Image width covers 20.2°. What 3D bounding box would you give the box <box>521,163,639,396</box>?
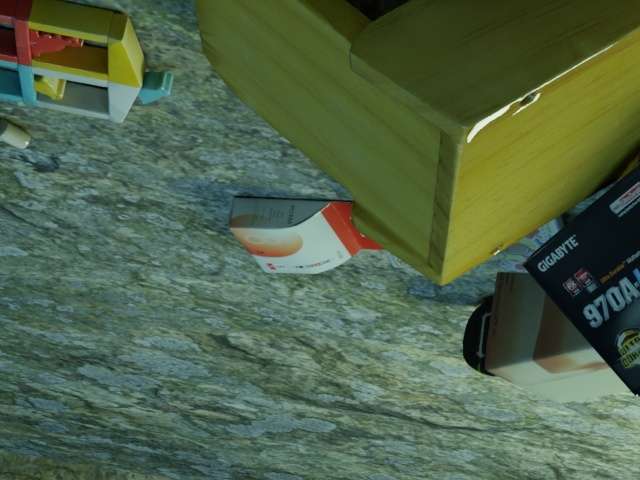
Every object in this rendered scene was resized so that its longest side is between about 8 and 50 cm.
[{"bbox_3d":[0.310,0.031,1.670,0.175,0.051,0.220,50,144,3],"label":"box"}]

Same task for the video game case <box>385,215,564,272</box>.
[{"bbox_3d":[0.148,-0.033,1.894,0.206,0.026,0.227,2,149,20],"label":"video game case"}]

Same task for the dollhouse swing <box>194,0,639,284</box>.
[{"bbox_3d":[0.099,-0.177,1.544,0.315,0.305,0.347,-31,161,-10],"label":"dollhouse swing"}]

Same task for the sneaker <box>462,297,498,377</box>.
[{"bbox_3d":[0.311,0.127,2.179,0.300,0.111,0.121,-2,160,34],"label":"sneaker"}]

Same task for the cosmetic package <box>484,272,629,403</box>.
[{"bbox_3d":[0.328,0.073,1.963,0.129,0.153,0.296,25,154,-31],"label":"cosmetic package"}]

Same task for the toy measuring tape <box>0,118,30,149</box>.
[{"bbox_3d":[-0.450,-0.054,2.032,0.330,0.121,0.121,-10,151,42],"label":"toy measuring tape"}]

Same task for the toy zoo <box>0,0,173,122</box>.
[{"bbox_3d":[-0.287,-0.182,1.740,0.293,0.030,0.192,11,159,-2],"label":"toy zoo"}]

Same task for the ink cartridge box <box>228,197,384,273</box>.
[{"bbox_3d":[0.000,0.000,2.070,0.179,0.045,0.145,5,159,19],"label":"ink cartridge box"}]
